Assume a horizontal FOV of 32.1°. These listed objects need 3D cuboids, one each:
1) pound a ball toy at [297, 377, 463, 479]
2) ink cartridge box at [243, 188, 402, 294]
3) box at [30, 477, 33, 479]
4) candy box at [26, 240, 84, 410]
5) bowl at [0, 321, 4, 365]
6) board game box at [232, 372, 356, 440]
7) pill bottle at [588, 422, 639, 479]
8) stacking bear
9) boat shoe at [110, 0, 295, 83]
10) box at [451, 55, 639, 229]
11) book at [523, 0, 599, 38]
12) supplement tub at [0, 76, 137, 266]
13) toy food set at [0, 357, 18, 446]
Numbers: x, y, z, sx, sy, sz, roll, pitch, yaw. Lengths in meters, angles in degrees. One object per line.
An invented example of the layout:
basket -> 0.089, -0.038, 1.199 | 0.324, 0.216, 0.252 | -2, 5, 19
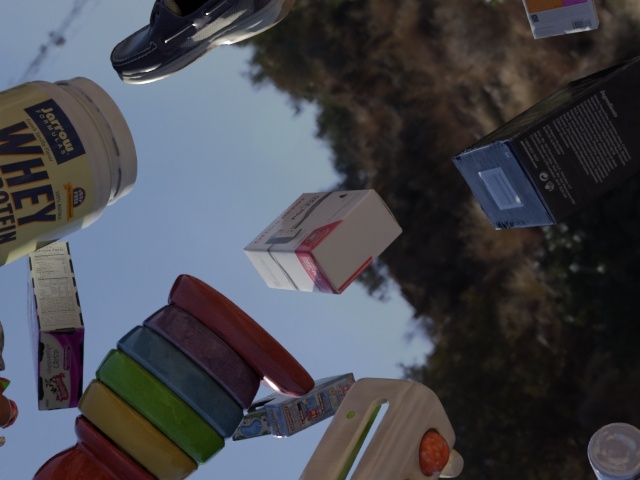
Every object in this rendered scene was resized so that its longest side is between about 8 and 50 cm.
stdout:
pound a ball toy -> 0.088, 0.320, 1.351 | 0.319, 0.135, 0.208 | -55, -48, -38
ink cartridge box -> 0.000, 0.000, 1.774 | 0.092, 0.158, 0.218 | 55, 155, -18
box -> -0.391, 0.412, 1.551 | 0.143, 0.270, 0.165 | 55, 148, 0
candy box -> -0.418, 0.129, 1.739 | 0.071, 0.159, 0.233 | -2, -146, -18
bowl -> -0.466, 0.161, 1.384 | 0.170, 0.170, 0.080 | 29, -170, -44
board game box -> -0.059, 0.297, 1.946 | 0.194, 0.194, 0.060 | -15, -91, -62
pill bottle -> 0.344, 0.260, 1.251 | 0.067, 0.067, 0.120 | 53, 177, 43
stacking bear -> -0.175, 0.191, 1.123 | 0.175, 0.289, 0.164 | 24, 159, 47
boat shoe -> -0.159, -0.278, 1.358 | 0.092, 0.285, 0.103 | 46, -136, -35
box -> 0.234, -0.089, 1.063 | 0.093, 0.158, 0.156 | 58, 170, -5
book -> 0.341, -0.365, 1.612 | 0.144, 0.096, 0.035 | 65, -147, -36
supplement tub -> -0.454, -0.095, 1.612 | 0.324, 0.235, 0.235 | -30, -113, -37
toy food set -> -0.507, 0.232, 1.716 | 0.128, 0.071, 0.218 | -13, -85, -71
